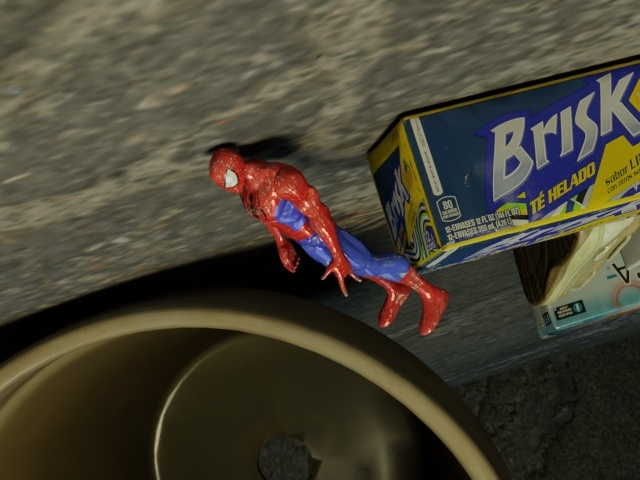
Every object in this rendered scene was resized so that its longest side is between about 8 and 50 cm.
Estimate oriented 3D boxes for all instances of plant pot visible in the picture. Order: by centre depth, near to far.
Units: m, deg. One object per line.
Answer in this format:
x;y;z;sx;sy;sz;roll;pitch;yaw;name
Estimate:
-0.041;0.164;0.905;0.323;0.323;0.280;-19;-173;9;plant pot

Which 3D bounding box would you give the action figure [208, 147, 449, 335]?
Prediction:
0.000;0.000;0.590;0.115;0.030;0.038;41;164;-36;action figure

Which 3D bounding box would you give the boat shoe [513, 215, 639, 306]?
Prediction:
0.145;-0.001;0.915;0.048;0.056;0.153;-11;163;-9;boat shoe

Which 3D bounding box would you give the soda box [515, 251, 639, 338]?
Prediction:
0.231;0.011;1.108;0.183;0.063;0.058;-17;170;-5;soda box

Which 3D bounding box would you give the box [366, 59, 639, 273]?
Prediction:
0.108;-0.035;0.635;0.169;0.054;0.059;-15;171;-15;box

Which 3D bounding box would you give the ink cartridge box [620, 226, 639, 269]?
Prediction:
0.231;-0.030;0.901;0.122;0.052;0.088;-17;171;-11;ink cartridge box
